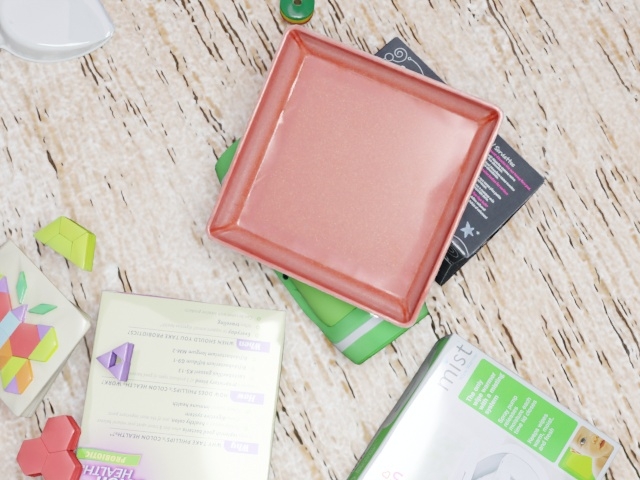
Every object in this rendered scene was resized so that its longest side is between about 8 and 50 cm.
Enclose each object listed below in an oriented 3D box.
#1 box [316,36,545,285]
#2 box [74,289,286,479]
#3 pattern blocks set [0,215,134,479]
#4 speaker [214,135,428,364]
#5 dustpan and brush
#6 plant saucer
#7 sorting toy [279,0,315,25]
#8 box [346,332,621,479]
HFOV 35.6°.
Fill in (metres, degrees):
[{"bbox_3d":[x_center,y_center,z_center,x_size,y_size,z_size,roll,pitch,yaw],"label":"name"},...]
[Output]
[{"bbox_3d":[0.122,-0.092,1.209,0.142,0.163,0.247,-42,82,-13],"label":"box"},{"bbox_3d":[-0.157,0.195,1.154,0.214,0.117,0.243,6,76,-2],"label":"box"},{"bbox_3d":[-0.350,0.103,1.139,0.325,0.026,0.285,23,85,27],"label":"pattern blocks set"},{"bbox_3d":[0.000,0.000,1.202,0.131,0.131,0.296,-35,82,-10],"label":"speaker"},{"bbox_3d":[-0.391,-0.276,1.283,0.211,0.060,0.147,-31,94,-15],"label":"dustpan and brush"},{"bbox_3d":[0.036,-0.072,1.102,0.259,0.048,0.258,24,97,10],"label":"plant saucer"},{"bbox_3d":[-0.053,-0.421,1.332,0.132,0.046,0.274,11,78,-1],"label":"sorting toy"},{"bbox_3d":[0.167,0.279,1.151,0.231,0.127,0.262,35,79,3],"label":"box"}]
